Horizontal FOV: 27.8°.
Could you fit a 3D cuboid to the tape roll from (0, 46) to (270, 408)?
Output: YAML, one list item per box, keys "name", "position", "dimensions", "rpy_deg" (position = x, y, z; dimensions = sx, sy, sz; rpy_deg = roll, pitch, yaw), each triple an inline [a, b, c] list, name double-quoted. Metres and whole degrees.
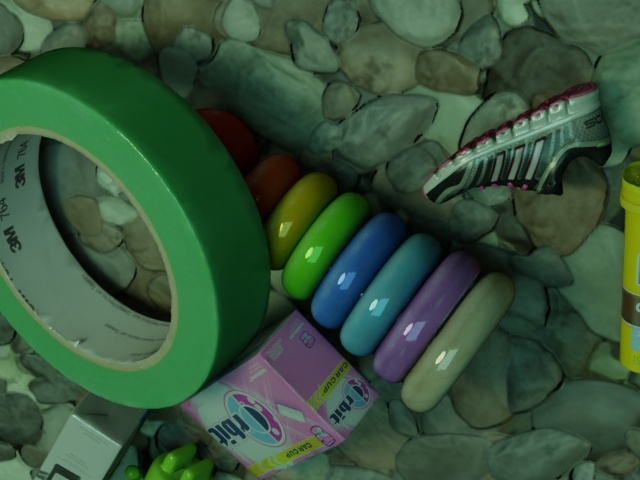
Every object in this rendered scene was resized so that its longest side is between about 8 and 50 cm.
- name: "tape roll"
  position: [-0.192, -0.006, 1.133]
  dimensions: [0.321, 0.077, 0.321]
  rpy_deg: [22, 131, 28]

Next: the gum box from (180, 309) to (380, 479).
- name: "gum box"
  position: [-0.043, 0.147, 1.185]
  dimensions: [0.107, 0.062, 0.188]
  rpy_deg: [46, 145, -5]

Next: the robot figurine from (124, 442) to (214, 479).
- name: "robot figurine"
  position: [-0.150, 0.258, 1.298]
  dimensions: [0.101, 0.067, 0.115]
  rpy_deg: [39, 120, 18]

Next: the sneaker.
- name: "sneaker"
  position: [0.166, -0.061, 1.071]
  dimensions: [0.170, 0.063, 0.075]
  rpy_deg: [-27, 96, 20]

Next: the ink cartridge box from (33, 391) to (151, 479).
- name: "ink cartridge box"
  position: [-0.237, 0.223, 1.290]
  dimensions: [0.060, 0.104, 0.180]
  rpy_deg: [32, 118, 0]

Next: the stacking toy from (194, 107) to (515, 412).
- name: "stacking toy"
  position: [0.000, 0.000, 1.123]
  dimensions: [0.330, 0.141, 0.141]
  rpy_deg: [36, 118, 8]

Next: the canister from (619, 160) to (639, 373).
- name: "canister"
  position: [0.308, 0.026, 1.061]
  dimensions: [0.126, 0.073, 0.170]
  rpy_deg: [3, 114, 16]
